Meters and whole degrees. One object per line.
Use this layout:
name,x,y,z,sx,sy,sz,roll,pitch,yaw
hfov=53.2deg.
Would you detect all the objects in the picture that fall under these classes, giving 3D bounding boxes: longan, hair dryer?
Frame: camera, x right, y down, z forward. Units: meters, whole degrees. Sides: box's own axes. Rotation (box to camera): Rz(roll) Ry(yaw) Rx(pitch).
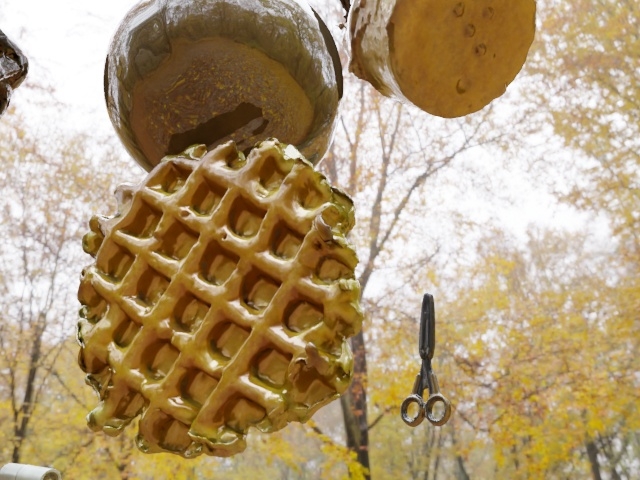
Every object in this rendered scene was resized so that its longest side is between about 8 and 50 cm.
longan,-0.117,-0.192,0.818,0.319,0.318,0.319,-3,-34,-2
hair dryer,-0.518,0.501,1.172,0.155,0.183,0.044,-11,4,38

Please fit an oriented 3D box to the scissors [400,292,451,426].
scissors,0.171,0.188,1.032,0.088,0.220,0.017,-15,-32,39

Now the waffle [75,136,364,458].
waffle,-0.103,0.036,0.601,0.302,0.324,0.068,-19,-26,15

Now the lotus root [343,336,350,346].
lotus root,-0.053,0.079,0.849,0.210,0.142,0.314,-2,-33,27

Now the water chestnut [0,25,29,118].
water chestnut,-0.748,-0.351,1.289,0.244,0.289,0.289,-20,-36,40

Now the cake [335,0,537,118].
cake,0.187,-0.417,1.207,0.332,0.321,0.332,-13,-59,-22
